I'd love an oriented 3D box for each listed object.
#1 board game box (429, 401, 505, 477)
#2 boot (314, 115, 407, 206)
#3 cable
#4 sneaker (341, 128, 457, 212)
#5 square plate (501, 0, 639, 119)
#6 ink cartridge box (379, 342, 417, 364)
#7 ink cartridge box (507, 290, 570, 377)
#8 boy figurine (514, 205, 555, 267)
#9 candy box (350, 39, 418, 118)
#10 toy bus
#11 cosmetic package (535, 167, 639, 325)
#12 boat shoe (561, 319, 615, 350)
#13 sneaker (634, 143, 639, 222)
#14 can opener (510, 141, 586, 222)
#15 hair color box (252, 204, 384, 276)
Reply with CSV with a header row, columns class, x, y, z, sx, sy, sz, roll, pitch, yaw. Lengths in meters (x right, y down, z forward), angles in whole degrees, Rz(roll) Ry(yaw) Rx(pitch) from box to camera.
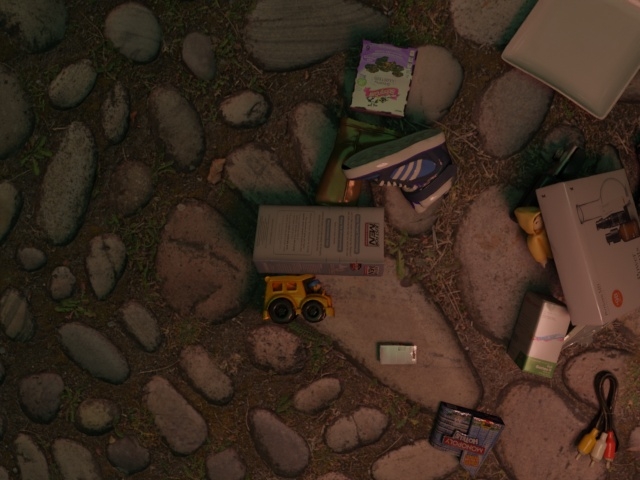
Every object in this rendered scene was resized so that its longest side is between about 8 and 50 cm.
class,x,y,z,sx,sy,sz,roll,pitch,yaw
board game box,0.453,0.631,1.513,0.194,0.060,0.194,14,96,4
boot,0.127,-0.216,1.454,0.236,0.089,0.269,15,101,3
cable,0.872,0.549,1.454,0.140,0.072,0.287,15,97,-1
sneaker,0.235,-0.163,1.382,0.323,0.130,0.236,-22,118,-11
square plate,0.750,-0.576,1.364,0.347,0.049,0.344,33,99,2
ink cartridge box,0.245,0.358,1.523,0.115,0.029,0.062,-1,95,5
ink cartridge box,0.639,0.269,1.408,0.093,0.154,0.212,13,97,5
boy figurine,0.668,-0.015,1.370,0.285,0.092,0.177,39,93,-20
candy box,0.186,-0.472,1.423,0.165,0.070,0.196,11,96,5
toy bus,-0.068,0.153,1.491,0.221,0.149,0.211,-2,80,4
cosmetic package,0.756,0.011,1.306,0.285,0.097,0.376,-14,88,-27
boat shoe,0.780,0.275,1.432,0.227,0.079,0.081,-40,86,5
sneaker,0.931,-0.137,1.361,0.153,0.101,0.268,-29,95,6
can opener,0.666,-0.161,1.402,0.093,0.074,0.280,36,98,1
hair color box,0.000,0.000,1.429,0.375,0.113,0.185,1,65,5
